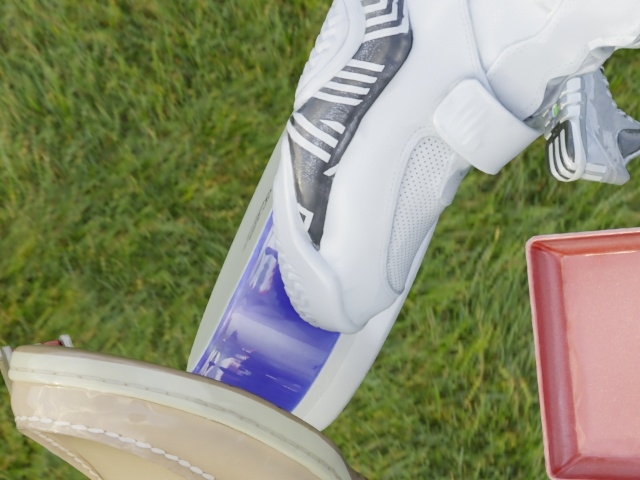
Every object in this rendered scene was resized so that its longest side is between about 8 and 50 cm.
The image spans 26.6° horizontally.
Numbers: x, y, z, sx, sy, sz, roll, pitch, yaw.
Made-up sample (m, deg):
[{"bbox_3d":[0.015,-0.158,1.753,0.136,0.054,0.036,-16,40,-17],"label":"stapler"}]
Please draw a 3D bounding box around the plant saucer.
[{"bbox_3d":[0.339,0.114,1.348,0.259,0.048,0.258,-5,90,36],"label":"plant saucer"}]

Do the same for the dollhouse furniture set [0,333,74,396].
[{"bbox_3d":[-0.371,0.114,1.570,0.184,0.129,0.129,-9,56,-31],"label":"dollhouse furniture set"}]

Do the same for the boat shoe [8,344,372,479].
[{"bbox_3d":[-0.044,0.157,0.739,0.122,0.341,0.110,3,65,41],"label":"boat shoe"}]

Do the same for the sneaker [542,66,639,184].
[{"bbox_3d":[0.338,-0.161,1.645,0.132,0.086,0.228,12,63,-16],"label":"sneaker"}]

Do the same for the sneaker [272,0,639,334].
[{"bbox_3d":[0.117,-0.094,0.668,0.210,0.137,0.365,23,106,14],"label":"sneaker"}]

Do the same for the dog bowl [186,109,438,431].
[{"bbox_3d":[0.000,0.000,0.991,0.104,0.265,0.264,23,76,-7],"label":"dog bowl"}]
